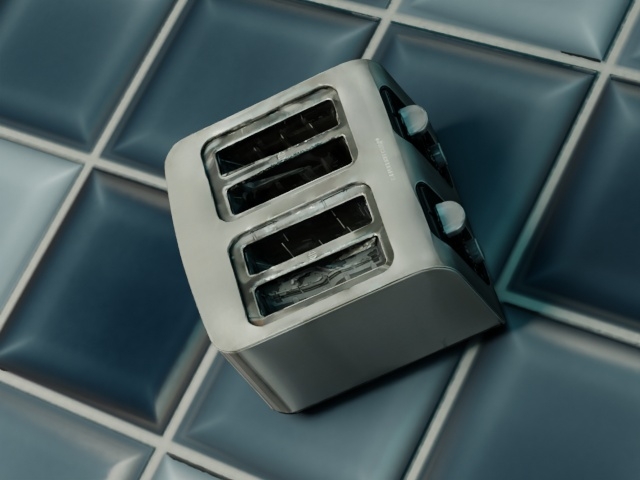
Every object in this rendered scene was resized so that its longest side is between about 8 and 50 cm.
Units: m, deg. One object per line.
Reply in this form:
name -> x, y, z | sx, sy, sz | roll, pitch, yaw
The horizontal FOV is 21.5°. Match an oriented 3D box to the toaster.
toaster -> 0.000, 0.000, 1.038 | 0.185, 0.110, 0.168 | -24, 56, 11
